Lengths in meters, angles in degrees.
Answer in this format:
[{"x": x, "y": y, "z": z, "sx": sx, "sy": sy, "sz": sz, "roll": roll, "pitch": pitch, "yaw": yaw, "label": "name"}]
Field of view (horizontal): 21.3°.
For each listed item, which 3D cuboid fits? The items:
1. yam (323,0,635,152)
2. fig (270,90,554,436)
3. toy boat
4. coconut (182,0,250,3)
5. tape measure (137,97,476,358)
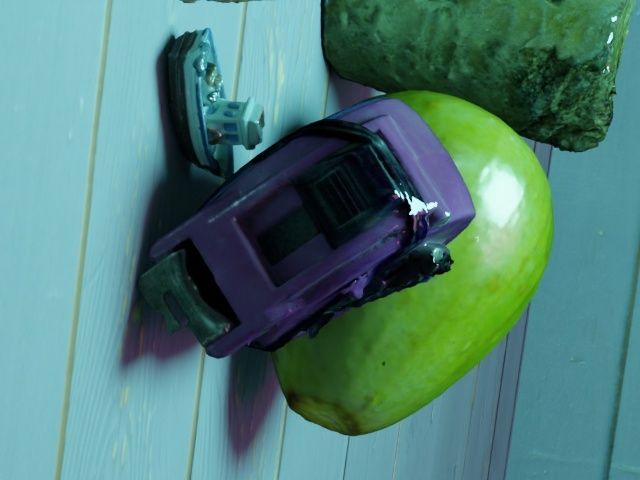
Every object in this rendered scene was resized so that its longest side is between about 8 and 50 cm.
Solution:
[{"x": 0.162, "y": -0.211, "z": 1.698, "sx": 0.195, "sy": 0.300, "sz": 0.195, "roll": 18, "pitch": 90, "yaw": -80, "label": "yam"}, {"x": 0.066, "y": 0.024, "z": 1.583, "sx": 0.326, "sy": 0.258, "sz": 0.258, "roll": -59, "pitch": 161, "yaw": -7, "label": "fig"}, {"x": -0.077, "y": -0.099, "z": 1.305, "sx": 0.140, "sy": 0.066, "sz": 0.059, "roll": 85, "pitch": 17, "yaw": -44, "label": "toy boat"}, {"x": -0.079, "y": -0.259, "z": 0.907, "sx": 0.239, "sy": 0.239, "sz": 0.244, "roll": -39, "pitch": 135, "yaw": -68, "label": "coconut"}, {"x": 0.000, "y": 0.000, "z": 1.358, "sx": 0.149, "sy": 0.245, "sz": 0.231, "roll": 58, "pitch": 14, "yaw": 10, "label": "tape measure"}]
